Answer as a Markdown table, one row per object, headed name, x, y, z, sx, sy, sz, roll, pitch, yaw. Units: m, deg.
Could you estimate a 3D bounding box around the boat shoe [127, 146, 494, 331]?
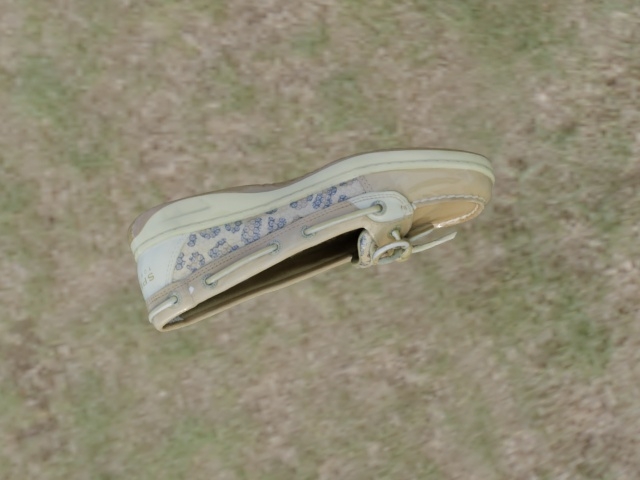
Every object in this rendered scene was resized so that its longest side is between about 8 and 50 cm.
| name | x | y | z | sx | sy | sz | roll | pitch | yaw |
| --- | --- | --- | --- | --- | --- | --- | --- | --- | --- |
| boat shoe | 0.000 | 0.000 | 1.214 | 0.285 | 0.104 | 0.089 | -14 | 69 | -2 |
